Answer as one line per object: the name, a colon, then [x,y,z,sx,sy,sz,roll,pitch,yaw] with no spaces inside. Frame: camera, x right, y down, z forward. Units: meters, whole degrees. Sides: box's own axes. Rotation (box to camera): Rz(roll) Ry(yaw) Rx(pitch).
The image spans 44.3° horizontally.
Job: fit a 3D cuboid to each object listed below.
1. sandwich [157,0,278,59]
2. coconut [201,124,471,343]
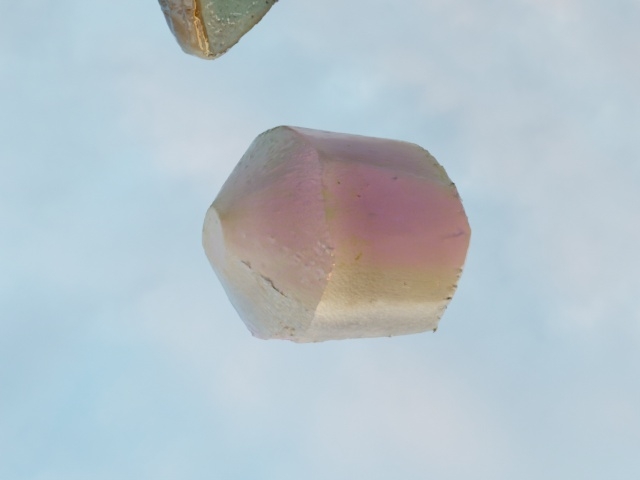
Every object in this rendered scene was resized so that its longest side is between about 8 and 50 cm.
sandwich: [-0.156,-0.419,1.159,0.087,0.251,0.226,18,-128,29]
coconut: [0.000,0.000,0.803,0.245,0.233,0.233,4,-132,-24]
